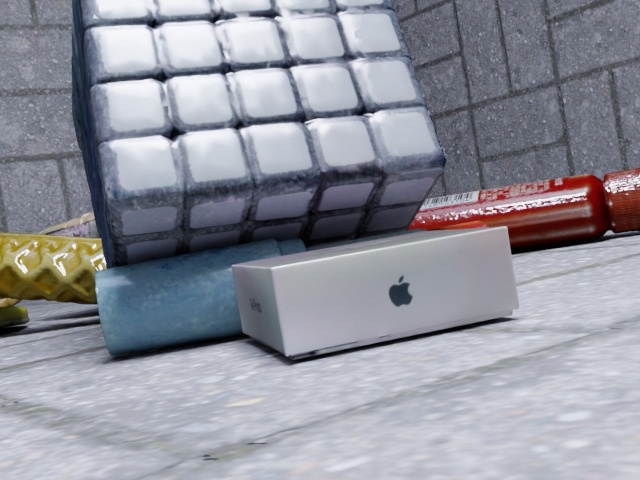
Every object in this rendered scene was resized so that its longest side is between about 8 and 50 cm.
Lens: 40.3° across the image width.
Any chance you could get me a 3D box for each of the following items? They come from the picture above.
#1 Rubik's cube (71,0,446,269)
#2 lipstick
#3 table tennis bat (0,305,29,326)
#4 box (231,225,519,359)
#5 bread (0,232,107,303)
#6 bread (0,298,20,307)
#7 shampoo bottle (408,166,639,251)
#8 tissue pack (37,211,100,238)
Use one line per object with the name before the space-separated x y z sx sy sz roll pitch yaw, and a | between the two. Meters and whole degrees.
Rubik's cube | -0.066 -0.084 0.695 0.238 0.237 0.237 -9 -26 -17
lipstick | -0.011 0.026 0.598 0.274 0.061 0.068 -10 8 -8
table tennis bat | -0.431 0.093 0.965 0.224 0.054 0.369 -5 -4 -27
box | 0.025 0.027 0.505 0.129 0.051 0.130 -9 1 -14
bread | -0.300 0.031 0.945 0.368 0.077 0.084 4 42 5
bread | -0.525 0.089 1.238 0.225 0.081 0.134 -6 7 33
shampoo bottle | 0.225 -0.026 0.995 0.314 0.076 0.118 -8 0 17
tissue pack | -0.206 0.019 1.136 0.215 0.123 0.257 -11 -8 42
